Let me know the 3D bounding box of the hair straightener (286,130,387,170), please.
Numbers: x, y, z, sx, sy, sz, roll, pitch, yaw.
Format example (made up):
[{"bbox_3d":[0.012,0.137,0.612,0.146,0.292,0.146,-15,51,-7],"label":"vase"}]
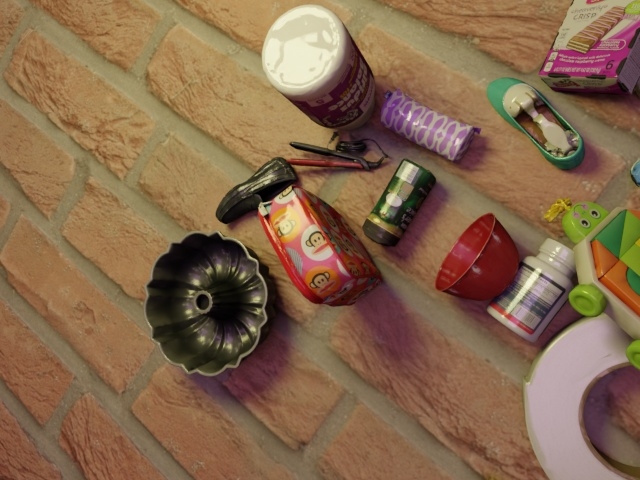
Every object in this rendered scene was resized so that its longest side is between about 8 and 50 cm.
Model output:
[{"bbox_3d":[0.039,-0.208,1.103,0.230,0.047,0.089,6,87,13],"label":"hair straightener"}]

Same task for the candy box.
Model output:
[{"bbox_3d":[0.534,-0.395,0.900,0.159,0.071,0.234,29,96,53],"label":"candy box"}]

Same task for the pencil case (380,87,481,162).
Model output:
[{"bbox_3d":[0.225,-0.245,1.034,0.206,0.086,0.088,35,74,17],"label":"pencil case"}]

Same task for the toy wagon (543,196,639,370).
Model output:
[{"bbox_3d":[0.539,0.046,0.829,0.267,0.068,0.344,-35,72,-23],"label":"toy wagon"}]

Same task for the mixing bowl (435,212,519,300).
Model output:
[{"bbox_3d":[0.315,0.048,0.942,0.098,0.181,0.182,34,98,-1],"label":"mixing bowl"}]

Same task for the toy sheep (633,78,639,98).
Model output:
[{"bbox_3d":[0.612,-0.317,0.897,0.132,0.091,0.091,-36,75,19],"label":"toy sheep"}]

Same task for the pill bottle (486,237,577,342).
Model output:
[{"bbox_3d":[0.411,0.092,0.923,0.108,0.108,0.180,37,98,19],"label":"pill bottle"}]

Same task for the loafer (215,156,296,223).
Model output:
[{"bbox_3d":[-0.155,-0.107,1.159,0.223,0.076,0.078,-37,67,10],"label":"loafer"}]

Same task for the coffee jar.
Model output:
[{"bbox_3d":[0.165,-0.074,1.032,0.079,0.096,0.185,34,98,22],"label":"coffee jar"}]

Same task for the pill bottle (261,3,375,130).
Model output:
[{"bbox_3d":[0.017,-0.327,0.995,0.169,0.301,0.170,-2,85,20],"label":"pill bottle"}]

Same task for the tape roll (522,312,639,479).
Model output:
[{"bbox_3d":[0.569,0.315,0.869,0.391,0.072,0.393,-1,86,19],"label":"tape roll"}]

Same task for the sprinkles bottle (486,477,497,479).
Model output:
[{"bbox_3d":[0.431,0.594,0.869,0.355,0.121,0.121,34,97,19],"label":"sprinkles bottle"}]

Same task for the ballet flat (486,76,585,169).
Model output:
[{"bbox_3d":[0.425,-0.244,0.956,0.083,0.087,0.247,-41,74,13],"label":"ballet flat"}]

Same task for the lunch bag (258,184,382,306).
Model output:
[{"bbox_3d":[0.000,0.000,0.981,0.120,0.293,0.258,-35,71,13],"label":"lunch bag"}]

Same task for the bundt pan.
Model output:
[{"bbox_3d":[-0.246,0.143,1.148,0.330,0.124,0.331,-1,86,19],"label":"bundt pan"}]

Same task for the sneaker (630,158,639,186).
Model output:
[{"bbox_3d":[0.645,-0.149,0.876,0.162,0.073,0.064,-24,78,16],"label":"sneaker"}]
